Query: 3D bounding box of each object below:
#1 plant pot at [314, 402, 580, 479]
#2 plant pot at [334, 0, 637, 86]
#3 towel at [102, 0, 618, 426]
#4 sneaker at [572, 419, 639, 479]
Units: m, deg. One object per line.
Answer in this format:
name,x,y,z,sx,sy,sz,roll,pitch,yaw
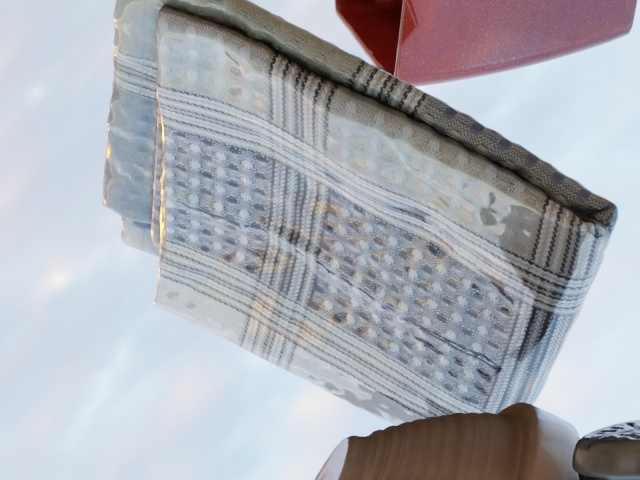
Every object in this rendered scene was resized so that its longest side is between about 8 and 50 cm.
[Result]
plant pot,0.037,0.180,0.811,0.237,0.109,0.237,-62,-177,5
plant pot,0.164,-0.302,1.392,0.267,0.235,0.267,-114,-153,-63
towel,0.000,0.000,0.931,0.056,0.324,0.312,-54,167,-30
sneaker,0.214,0.153,0.754,0.087,0.227,0.130,-1,-100,49
